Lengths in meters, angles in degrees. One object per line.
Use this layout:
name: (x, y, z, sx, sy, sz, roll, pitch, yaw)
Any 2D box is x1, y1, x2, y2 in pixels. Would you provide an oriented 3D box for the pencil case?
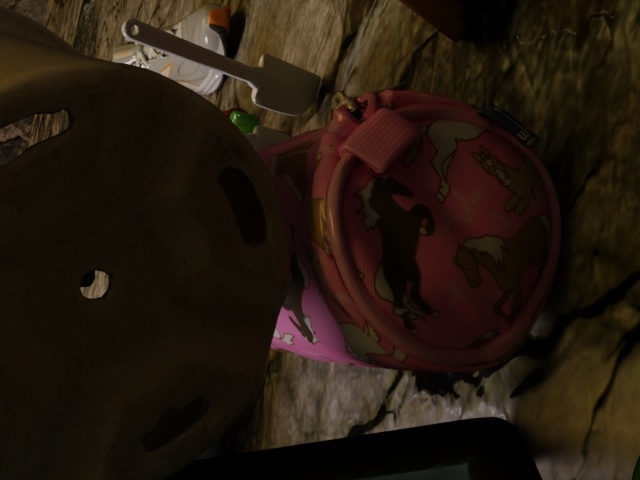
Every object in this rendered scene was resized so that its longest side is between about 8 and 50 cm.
pencil case: (0.000, 0.000, 0.751, 0.386, 0.160, 0.167, 171, 108, -67)

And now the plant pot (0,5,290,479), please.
plant pot: (-0.188, 0.010, 0.647, 0.305, 0.334, 0.333, 12, 91, 55)

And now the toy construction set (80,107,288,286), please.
toy construction set: (-0.215, -0.051, 1.178, 0.309, 0.237, 0.257, -142, 65, -65)

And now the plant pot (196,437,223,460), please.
plant pot: (-0.215, 0.247, 1.042, 0.272, 0.272, 0.255, -35, 62, 59)

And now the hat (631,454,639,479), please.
hat: (0.120, 0.099, 0.386, 0.208, 0.184, 0.173, 154, 122, -62)

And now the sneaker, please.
sneaker: (-0.197, -0.230, 1.366, 0.262, 0.121, 0.099, 150, 126, -61)

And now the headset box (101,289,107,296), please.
headset box: (-0.308, 0.108, 1.595, 0.083, 0.032, 0.062, 138, 138, -57)

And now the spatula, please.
spatula: (-0.090, -0.089, 0.927, 0.019, 0.242, 0.168, 17, 94, 39)

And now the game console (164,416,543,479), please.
game console: (-0.066, 0.147, 0.467, 0.386, 0.342, 0.060, -15, -89, -84)

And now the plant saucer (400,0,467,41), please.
plant saucer: (0.028, -0.212, 0.744, 0.037, 0.200, 0.200, -52, 30, 13)
